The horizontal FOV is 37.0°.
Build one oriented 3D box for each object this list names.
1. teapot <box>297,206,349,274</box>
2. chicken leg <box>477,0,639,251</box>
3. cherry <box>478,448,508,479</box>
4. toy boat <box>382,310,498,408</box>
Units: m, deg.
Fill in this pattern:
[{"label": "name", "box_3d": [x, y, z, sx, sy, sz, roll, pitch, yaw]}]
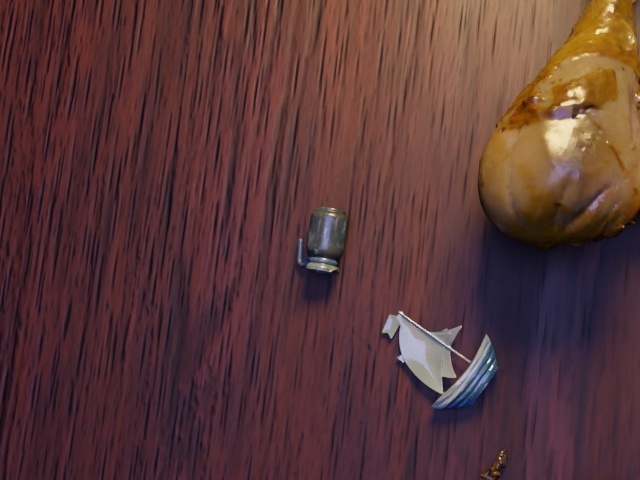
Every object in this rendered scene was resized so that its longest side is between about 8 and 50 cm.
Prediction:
[{"label": "teapot", "box_3d": [0.000, 0.000, 1.209, 0.064, 0.049, 0.083, 9, 84, 11]}, {"label": "chicken leg", "box_3d": [0.358, -0.156, 1.134, 0.295, 0.182, 0.409, 17, 69, 3]}, {"label": "cherry", "box_3d": [0.297, 0.310, 1.099, 0.225, 0.090, 0.107, 39, 102, 22]}, {"label": "toy boat", "box_3d": [0.141, 0.151, 1.171, 0.149, 0.034, 0.105, 14, 83, 11]}]
